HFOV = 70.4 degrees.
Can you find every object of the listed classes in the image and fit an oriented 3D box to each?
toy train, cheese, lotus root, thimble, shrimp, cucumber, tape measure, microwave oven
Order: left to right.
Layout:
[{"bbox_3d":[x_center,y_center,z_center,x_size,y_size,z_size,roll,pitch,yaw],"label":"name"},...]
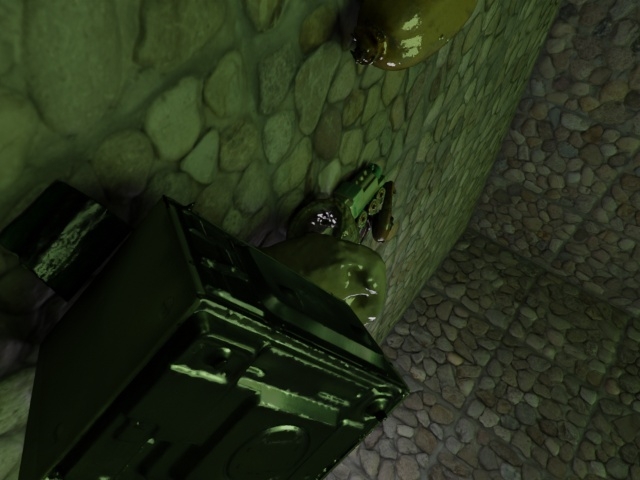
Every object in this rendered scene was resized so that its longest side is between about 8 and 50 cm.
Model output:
[{"bbox_3d":[-0.288,0.007,0.527,0.115,0.062,0.116,-55,161,-18],"label":"cucumber"},{"bbox_3d":[-0.123,0.194,0.620,0.333,0.247,0.394,-47,131,10],"label":"microwave oven"},{"bbox_3d":[-0.025,0.104,0.952,0.327,0.115,0.318,22,135,-36],"label":"cheese"},{"bbox_3d":[0.000,0.000,1.050,0.190,0.137,0.143,-42,160,-1],"label":"thimble"},{"bbox_3d":[0.098,-0.037,1.296,0.118,0.074,0.125,-67,163,10],"label":"tape measure"},{"bbox_3d":[0.108,-0.121,1.188,0.194,0.081,0.125,-51,146,-30],"label":"toy train"},{"bbox_3d":[0.188,-0.098,1.352,0.289,0.075,0.178,-45,148,-71],"label":"shrimp"},{"bbox_3d":[0.160,-0.408,0.811,0.343,0.152,0.169,-44,141,-21],"label":"lotus root"}]

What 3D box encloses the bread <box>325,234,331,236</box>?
[{"bbox_3d":[-0.007,0.088,1.265,0.228,0.034,0.228,-38,144,-35],"label":"bread"}]
